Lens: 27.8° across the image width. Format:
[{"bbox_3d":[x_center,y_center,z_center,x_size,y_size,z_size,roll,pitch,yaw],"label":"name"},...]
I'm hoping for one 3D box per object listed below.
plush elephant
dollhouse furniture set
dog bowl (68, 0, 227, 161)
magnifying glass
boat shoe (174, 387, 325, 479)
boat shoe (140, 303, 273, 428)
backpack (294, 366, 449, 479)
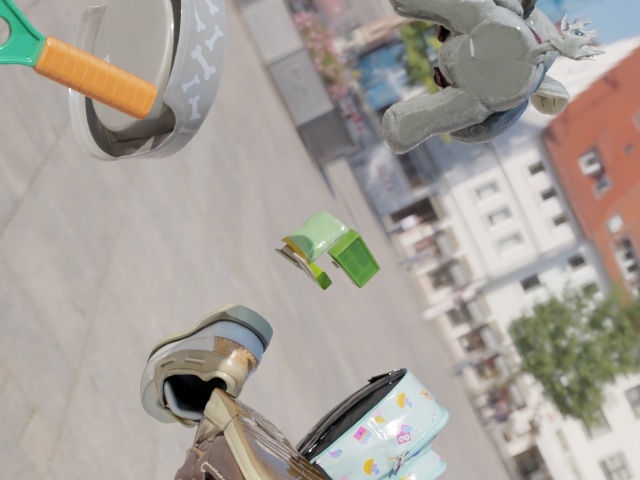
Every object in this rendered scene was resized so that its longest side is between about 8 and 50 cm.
[{"bbox_3d":[0.261,-0.289,1.951,0.255,0.329,0.272,-39,124,-74],"label":"plush elephant"},{"bbox_3d":[0.000,0.000,1.427,0.151,0.076,0.058,36,-14,52],"label":"dollhouse furniture set"},{"bbox_3d":[-0.269,-0.285,2.016,0.102,0.349,0.349,11,42,-36],"label":"dog bowl"},{"bbox_3d":[-0.221,-0.144,0.912,0.231,0.092,0.026,24,1,-26],"label":"magnifying glass"},{"bbox_3d":[-0.087,0.251,1.342,0.123,0.123,0.342,37,-3,-16],"label":"boat shoe"},{"bbox_3d":[-0.170,0.183,1.677,0.113,0.302,0.103,32,53,-10],"label":"boat shoe"},{"bbox_3d":[0.065,0.241,1.486,0.144,0.188,0.166,41,-12,2],"label":"backpack"}]
